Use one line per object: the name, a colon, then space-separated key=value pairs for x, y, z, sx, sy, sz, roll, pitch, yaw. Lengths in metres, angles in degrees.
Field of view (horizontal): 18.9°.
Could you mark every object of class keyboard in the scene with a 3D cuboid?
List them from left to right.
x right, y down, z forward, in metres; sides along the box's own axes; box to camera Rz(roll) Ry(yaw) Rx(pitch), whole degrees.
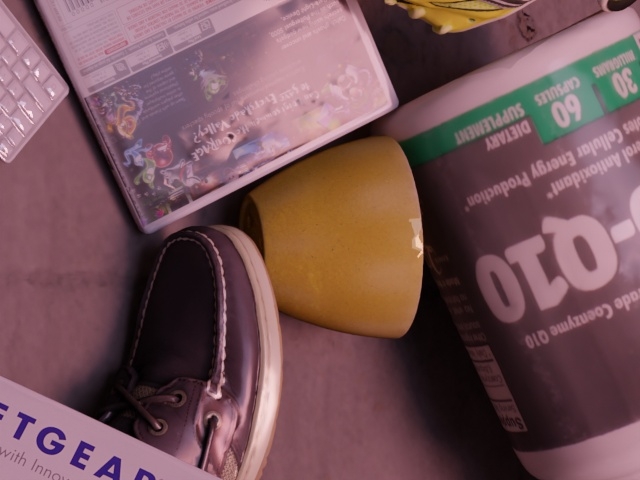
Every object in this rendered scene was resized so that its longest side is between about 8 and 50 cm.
keyboard: x=-0.241 y=-0.161 z=1.109 sx=0.256 sy=0.014 sz=0.072 roll=53 pitch=56 yaw=-25

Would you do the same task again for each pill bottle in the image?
pill bottle: x=0.195 y=0.040 z=1.309 sx=0.204 sy=0.204 sz=0.361 roll=-28 pitch=94 yaw=-39

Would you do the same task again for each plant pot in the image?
plant pot: x=0.000 y=0.000 z=1.247 sx=0.095 sy=0.134 sz=0.134 roll=-3 pitch=89 yaw=-16

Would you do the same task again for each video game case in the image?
video game case: x=-0.064 y=-0.122 z=1.210 sx=0.190 sy=0.022 sz=0.173 roll=-28 pitch=106 yaw=-15

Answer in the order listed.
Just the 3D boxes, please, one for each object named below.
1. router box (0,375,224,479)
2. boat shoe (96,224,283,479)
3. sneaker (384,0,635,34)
router box: x=-0.119 y=0.262 z=1.004 sx=0.335 sy=0.082 sz=0.301 roll=25 pitch=59 yaw=-2
boat shoe: x=-0.094 y=0.128 z=1.162 sx=0.092 sy=0.103 sz=0.285 roll=12 pitch=85 yaw=-45
sneaker: x=0.047 y=-0.190 z=1.156 sx=0.384 sy=0.145 sz=0.147 roll=-4 pitch=125 yaw=-10
